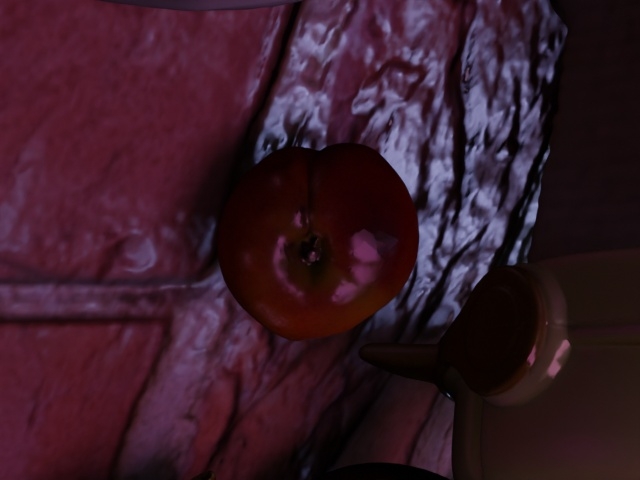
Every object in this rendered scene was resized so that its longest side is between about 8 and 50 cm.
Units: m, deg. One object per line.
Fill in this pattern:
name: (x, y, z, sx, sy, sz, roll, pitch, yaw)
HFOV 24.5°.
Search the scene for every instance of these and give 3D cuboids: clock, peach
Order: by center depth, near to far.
peach: (-0.001, 0.000, 0.713, 0.100, 0.100, 0.101, -27, 133, -33)
clock: (0.201, 0.096, 0.771, 0.286, 0.348, 0.117, 32, 61, -54)

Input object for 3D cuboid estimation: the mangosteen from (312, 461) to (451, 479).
mangosteen: (0.045, 0.221, 0.827, 0.200, 0.200, 0.200, -27, 133, -33)

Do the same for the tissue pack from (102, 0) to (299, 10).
tissue pack: (0.018, -0.231, 0.455, 0.333, 0.229, 0.236, -30, 121, -31)

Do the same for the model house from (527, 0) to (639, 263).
model house: (0.286, -0.086, 0.796, 0.243, 0.298, 0.284, 22, 70, -53)

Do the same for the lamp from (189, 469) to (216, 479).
lamp: (-0.070, 0.195, 0.740, 0.135, 0.156, 0.157, -75, 176, -53)
